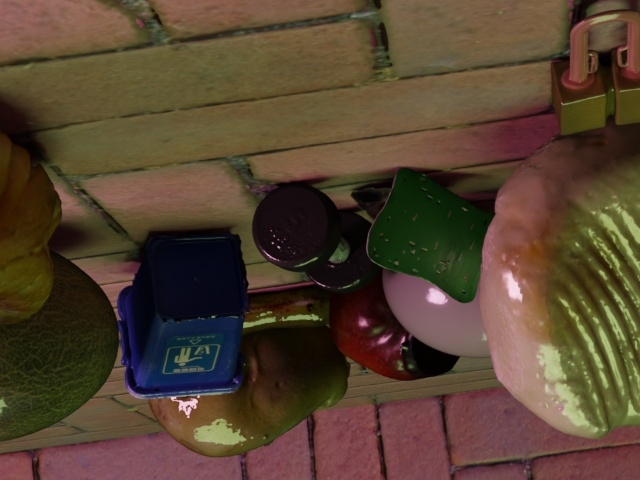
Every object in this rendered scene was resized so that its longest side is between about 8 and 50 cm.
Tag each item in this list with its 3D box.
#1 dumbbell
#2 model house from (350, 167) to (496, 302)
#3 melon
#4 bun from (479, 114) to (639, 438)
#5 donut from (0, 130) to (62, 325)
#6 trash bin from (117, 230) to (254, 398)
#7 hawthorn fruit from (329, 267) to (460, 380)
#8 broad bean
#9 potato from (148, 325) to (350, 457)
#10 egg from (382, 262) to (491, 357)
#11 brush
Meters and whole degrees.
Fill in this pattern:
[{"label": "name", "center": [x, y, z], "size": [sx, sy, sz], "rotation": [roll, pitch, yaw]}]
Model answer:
[{"label": "dumbbell", "center": [0.000, 0.000, 1.729], "size": [0.100, 0.100, 0.191], "rotation": [-11, 166, 18]}, {"label": "model house", "center": [0.110, -0.011, 1.721], "size": [0.167, 0.117, 0.088], "rotation": [23, 177, -30]}, {"label": "melon", "center": [-0.381, 0.114, 1.714], "size": [0.302, 0.237, 0.237], "rotation": [0, 165, -37]}, {"label": "bun", "center": [0.322, 0.022, 1.604], "size": [0.365, 0.365, 0.219], "rotation": [-1, -160, -24]}, {"label": "donut", "center": [-0.401, -0.010, 1.360], "size": [0.360, 0.170, 0.360], "rotation": [-1, 166, 0]}, {"label": "trash bin", "center": [-0.169, 0.082, 1.884], "size": [0.162, 0.184, 0.234], "rotation": [-4, 155, -14]}, {"label": "hawthorn fruit", "center": [0.101, 0.099, 2.051], "size": [0.189, 0.189, 0.251], "rotation": [-2, 180, -20]}, {"label": "broad bean", "center": [-0.068, 0.105, 2.203], "size": [0.339, 0.061, 0.077], "rotation": [-8, 152, 4]}, {"label": "potato", "center": [-0.103, 0.213, 2.333], "size": [0.351, 0.202, 0.218], "rotation": [-6, -157, -28]}, {"label": "egg", "center": [0.184, 0.056, 1.837], "size": [0.232, 0.176, 0.176], "rotation": [21, -173, 39]}, {"label": "brush", "center": [0.258, -0.155, 1.339], "size": [0.103, 0.047, 0.233], "rotation": [-9, 166, 8]}]
